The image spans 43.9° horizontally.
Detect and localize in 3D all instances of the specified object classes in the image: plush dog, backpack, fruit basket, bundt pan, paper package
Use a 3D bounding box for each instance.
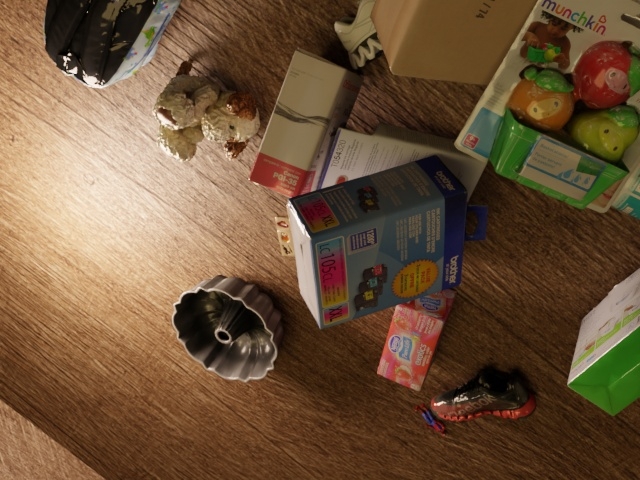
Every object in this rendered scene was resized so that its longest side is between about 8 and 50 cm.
[{"bbox_3d":[-0.251,-0.298,1.851,0.225,0.210,0.262,18,158,-3],"label":"plush dog"},{"bbox_3d":[-0.464,-0.509,1.759,0.290,0.273,0.355,32,109,0],"label":"backpack"},{"bbox_3d":[0.456,-0.238,1.368,0.327,0.165,0.353,22,124,-11],"label":"fruit basket"},{"bbox_3d":[-0.243,0.233,2.222,0.331,0.124,0.330,13,126,19],"label":"bundt pan"},{"bbox_3d":[0.281,-0.443,1.358,0.310,0.168,0.325,3,137,-20],"label":"paper package"}]

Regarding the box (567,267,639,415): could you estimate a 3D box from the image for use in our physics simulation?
[{"bbox_3d":[0.659,0.195,1.669,0.127,0.231,0.262,35,130,2],"label":"box"}]

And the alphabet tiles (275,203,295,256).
[{"bbox_3d":[0.000,0.000,2.014,0.237,0.009,0.198,6,125,23],"label":"alphabet tiles"}]

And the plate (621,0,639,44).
[{"bbox_3d":[0.603,-0.443,1.315,0.277,0.045,0.278,28,131,8],"label":"plate"}]

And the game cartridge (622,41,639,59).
[{"bbox_3d":[0.614,-0.414,1.394,0.285,0.052,0.323,-2,123,28],"label":"game cartridge"}]

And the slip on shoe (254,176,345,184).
[{"bbox_3d":[-0.012,-0.152,1.848,0.331,0.123,0.101,-2,125,22],"label":"slip on shoe"}]

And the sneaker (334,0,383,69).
[{"bbox_3d":[0.143,-0.458,1.567,0.292,0.110,0.118,-31,96,38],"label":"sneaker"}]

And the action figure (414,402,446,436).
[{"bbox_3d":[0.308,0.501,2.193,0.115,0.030,0.038,46,125,-11],"label":"action figure"}]

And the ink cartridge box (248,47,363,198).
[{"bbox_3d":[-0.026,-0.239,1.663,0.117,0.207,0.283,24,101,10],"label":"ink cartridge box"}]

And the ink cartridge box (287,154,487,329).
[{"bbox_3d":[0.149,-0.005,1.647,0.396,0.151,0.270,-18,133,-13],"label":"ink cartridge box"}]

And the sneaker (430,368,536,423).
[{"bbox_3d":[0.401,0.391,2.024,0.276,0.097,0.135,-11,117,30],"label":"sneaker"}]

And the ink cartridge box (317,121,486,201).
[{"bbox_3d":[0.154,-0.101,1.756,0.330,0.071,0.324,13,131,-9],"label":"ink cartridge box"}]

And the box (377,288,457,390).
[{"bbox_3d":[0.238,0.231,1.975,0.123,0.128,0.256,21,130,12],"label":"box"}]

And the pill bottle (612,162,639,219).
[{"bbox_3d":[0.682,-0.085,1.519,0.264,0.146,0.146,28,130,7],"label":"pill bottle"}]
